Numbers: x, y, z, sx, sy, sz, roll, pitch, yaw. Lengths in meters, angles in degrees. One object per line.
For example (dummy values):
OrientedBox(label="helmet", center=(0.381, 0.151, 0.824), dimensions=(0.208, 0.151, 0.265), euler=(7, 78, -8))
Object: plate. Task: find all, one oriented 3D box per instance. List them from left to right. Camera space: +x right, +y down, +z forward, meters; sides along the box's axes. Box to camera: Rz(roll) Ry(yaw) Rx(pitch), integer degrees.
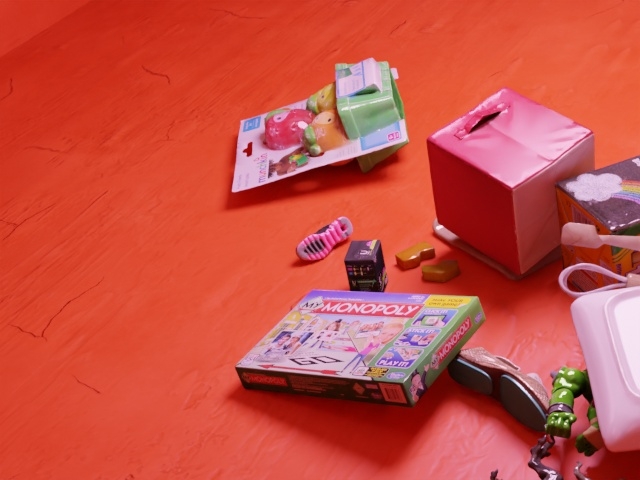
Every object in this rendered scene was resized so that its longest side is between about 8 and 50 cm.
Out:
OrientedBox(label="plate", center=(0.468, 0.130, 1.434), dimensions=(0.277, 0.045, 0.278), euler=(-11, 36, 9))

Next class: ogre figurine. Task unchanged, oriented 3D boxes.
OrientedBox(label="ogre figurine", center=(0.380, 0.208, 1.487), dimensions=(0.197, 0.097, 0.118), euler=(-16, 38, 6))

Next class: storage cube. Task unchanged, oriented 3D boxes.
OrientedBox(label="storage cube", center=(0.307, -0.096, 1.836), dimensions=(0.183, 0.215, 0.193), euler=(-34, 45, -21))

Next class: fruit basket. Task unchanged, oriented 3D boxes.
OrientedBox(label="fruit basket", center=(-0.008, -0.234, 2.293), dimensions=(0.353, 0.165, 0.327), euler=(-12, 31, 8))

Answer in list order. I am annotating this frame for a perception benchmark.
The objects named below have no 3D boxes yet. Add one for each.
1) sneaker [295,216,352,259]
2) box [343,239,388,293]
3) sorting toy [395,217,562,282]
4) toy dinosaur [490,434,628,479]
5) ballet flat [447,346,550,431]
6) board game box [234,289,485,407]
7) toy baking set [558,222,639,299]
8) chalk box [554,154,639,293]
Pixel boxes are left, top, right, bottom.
OrientedBox(label="sneaker", center=(0.000, 0.000, 2.030), dimensions=(0.119, 0.047, 0.057), euler=(-30, 13, -28))
OrientedBox(label="box", center=(0.075, 0.049, 1.871), dimensions=(0.052, 0.083, 0.062), euler=(-2, 32, 18))
OrientedBox(label="sorting toy", center=(0.292, -0.011, 1.930), dimensions=(0.307, 0.041, 0.229), euler=(-25, 33, -20))
OrientedBox(label="toy dinosaur", center=(0.261, 0.312, 1.398), dimensions=(0.268, 0.064, 0.118), euler=(-20, 38, -6))
OrientedBox(label="ballet flat", center=(0.261, 0.195, 1.580), dimensions=(0.067, 0.073, 0.206), euler=(-21, 33, -29))
OrientedBox(label="board game box", center=(0.055, 0.152, 1.693), dimensions=(0.317, 0.046, 0.213), euler=(0, 32, 41))
OrientedBox(label="toy baking set", center=(0.439, 0.074, 1.572), dimensions=(0.196, 0.256, 0.030), euler=(-22, -3, 5))
OrientedBox(label="chalk box", center=(0.526, -0.021, 1.732), dimensions=(0.289, 0.179, 0.180), euler=(-17, 30, -10))
